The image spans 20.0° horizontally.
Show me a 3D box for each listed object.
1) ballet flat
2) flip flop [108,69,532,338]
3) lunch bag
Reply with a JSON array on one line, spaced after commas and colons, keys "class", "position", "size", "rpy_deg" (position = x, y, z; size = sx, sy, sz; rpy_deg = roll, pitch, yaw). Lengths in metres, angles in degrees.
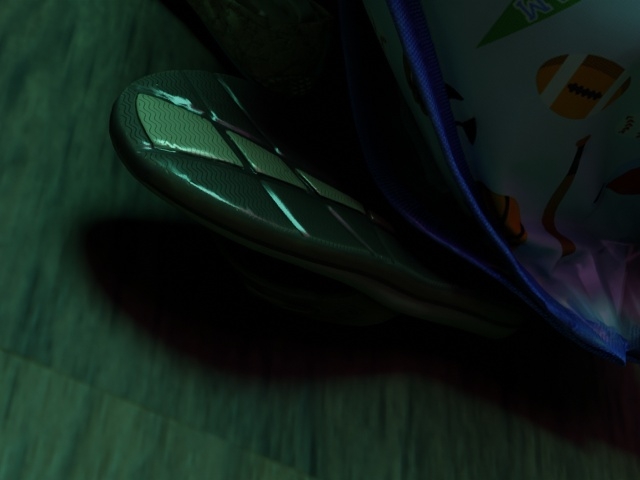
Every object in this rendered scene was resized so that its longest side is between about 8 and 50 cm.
[{"class": "ballet flat", "position": [-0.065, -0.172, 1.065], "size": [0.206, 0.067, 0.073], "rpy_deg": [44, 37, 9]}, {"class": "flip flop", "position": [0.000, 0.000, 0.936], "size": [0.277, 0.080, 0.112], "rpy_deg": [24, 34, -43]}, {"class": "lunch bag", "position": [0.117, -0.162, 0.988], "size": [0.328, 0.239, 0.385], "rpy_deg": [-99, 170, -54]}]
